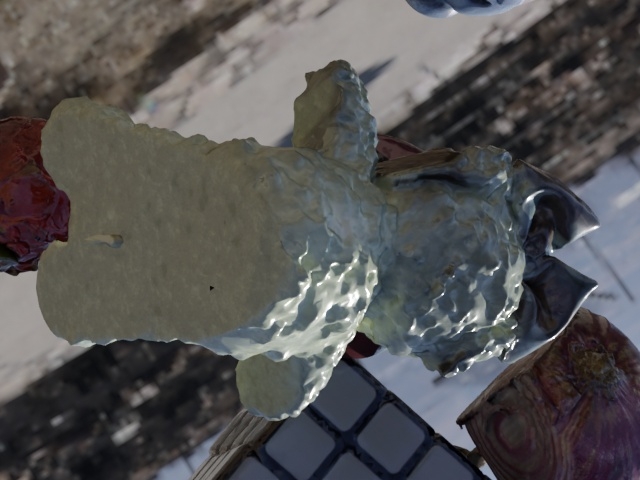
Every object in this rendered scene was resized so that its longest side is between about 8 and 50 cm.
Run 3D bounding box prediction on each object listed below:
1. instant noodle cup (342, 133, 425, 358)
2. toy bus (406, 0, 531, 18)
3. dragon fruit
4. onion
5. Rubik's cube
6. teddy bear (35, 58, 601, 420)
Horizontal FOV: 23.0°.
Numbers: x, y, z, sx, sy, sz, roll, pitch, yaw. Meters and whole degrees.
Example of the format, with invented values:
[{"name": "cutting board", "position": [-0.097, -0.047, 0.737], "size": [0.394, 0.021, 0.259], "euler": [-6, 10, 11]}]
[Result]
[{"name": "instant noodle cup", "position": [0.052, 0.014, 1.836], "size": [0.235, 0.234, 0.178], "euler": [-23, 155, -38]}, {"name": "toy bus", "position": [0.176, -0.371, 1.553], "size": [0.232, 0.294, 0.197], "euler": [-16, 156, -23]}, {"name": "dragon fruit", "position": [-0.343, -0.057, 1.809], "size": [0.172, 0.209, 0.172], "euler": [-7, 145, -5]}, {"name": "onion", "position": [0.323, 0.231, 1.988], "size": [0.256, 0.230, 0.272], "euler": [-43, 170, -18]}, {"name": "Rubik's cube", "position": [0.001, 0.375, 2.023], "size": [0.337, 0.344, 0.344], "euler": [-50, -176, -17]}, {"name": "teddy bear", "position": [0.000, 0.000, 1.419], "size": [0.375, 0.327, 0.362], "euler": [11, -170, 39]}]
